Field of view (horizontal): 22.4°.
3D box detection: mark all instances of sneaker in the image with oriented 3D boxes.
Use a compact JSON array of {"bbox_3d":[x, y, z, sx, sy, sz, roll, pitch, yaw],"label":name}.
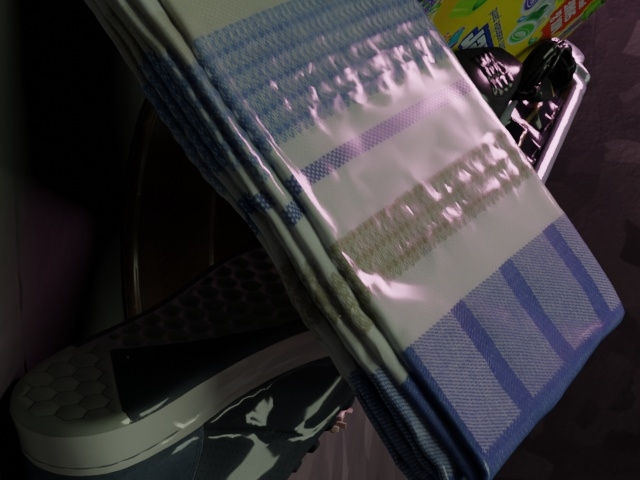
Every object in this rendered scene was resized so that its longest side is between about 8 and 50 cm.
[{"bbox_3d":[-0.029,0.098,0.708,0.226,0.086,0.163,-25,122,-36],"label":"sneaker"}]

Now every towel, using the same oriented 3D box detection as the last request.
[{"bbox_3d":[0.015,-0.045,0.690,0.285,0.034,0.209,54,33,0],"label":"towel"}]

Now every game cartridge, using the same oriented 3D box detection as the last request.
[{"bbox_3d":[0.088,-0.023,1.111,0.196,0.060,0.294,-51,-178,30],"label":"game cartridge"}]

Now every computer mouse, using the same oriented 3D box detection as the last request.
[{"bbox_3d":[0.108,-0.083,0.957,0.071,0.041,0.242,-49,166,27],"label":"computer mouse"}]

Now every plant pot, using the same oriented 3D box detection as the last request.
[{"bbox_3d":[0.000,0.000,0.831,0.167,0.165,0.167,2,90,-80],"label":"plant pot"}]

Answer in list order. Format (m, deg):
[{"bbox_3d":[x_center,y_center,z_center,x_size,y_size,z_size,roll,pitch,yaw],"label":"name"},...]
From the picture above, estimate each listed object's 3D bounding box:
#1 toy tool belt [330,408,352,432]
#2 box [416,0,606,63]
[{"bbox_3d":[0.002,0.120,1.205,0.083,0.051,0.052,-73,162,-57],"label":"toy tool belt"},{"bbox_3d":[0.099,-0.233,0.934,0.279,0.177,0.290,-43,167,1],"label":"box"}]
